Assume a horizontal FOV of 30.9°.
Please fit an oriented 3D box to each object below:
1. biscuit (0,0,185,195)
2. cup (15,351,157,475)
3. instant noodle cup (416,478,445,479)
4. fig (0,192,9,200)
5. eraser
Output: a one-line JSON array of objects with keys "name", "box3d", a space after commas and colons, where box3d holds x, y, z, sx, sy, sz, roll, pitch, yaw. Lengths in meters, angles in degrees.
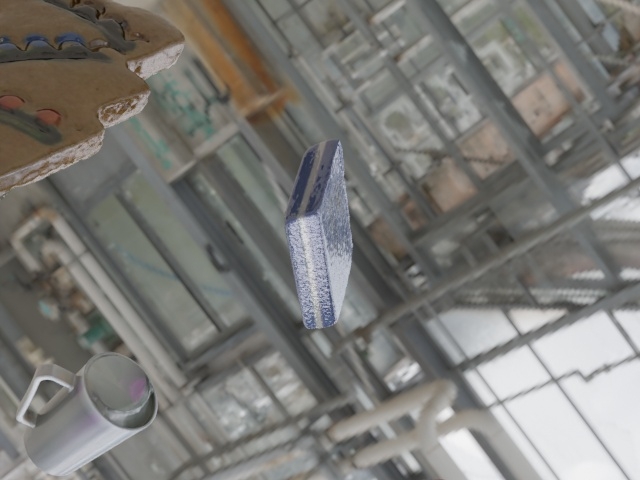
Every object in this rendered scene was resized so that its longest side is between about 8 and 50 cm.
[{"name": "biscuit", "box3d": [-0.252, -0.147, 0.986, 0.302, 0.278, 0.043, -99, -161, -45]}, {"name": "cup", "box3d": [-0.213, 0.147, 1.004, 0.116, 0.104, 0.074, -37, -144, 32]}, {"name": "instant noodle cup", "box3d": [0.057, 0.412, 1.294, 0.243, 0.255, 0.244, -11, 173, -1]}, {"name": "fig", "box3d": [-0.338, -0.086, 1.101, 0.133, 0.127, 0.185, -25, -179, -40]}, {"name": "eraser", "box3d": [0.000, 0.000, 1.059, 0.225, 0.036, 0.082, 81, 20, -58]}]
